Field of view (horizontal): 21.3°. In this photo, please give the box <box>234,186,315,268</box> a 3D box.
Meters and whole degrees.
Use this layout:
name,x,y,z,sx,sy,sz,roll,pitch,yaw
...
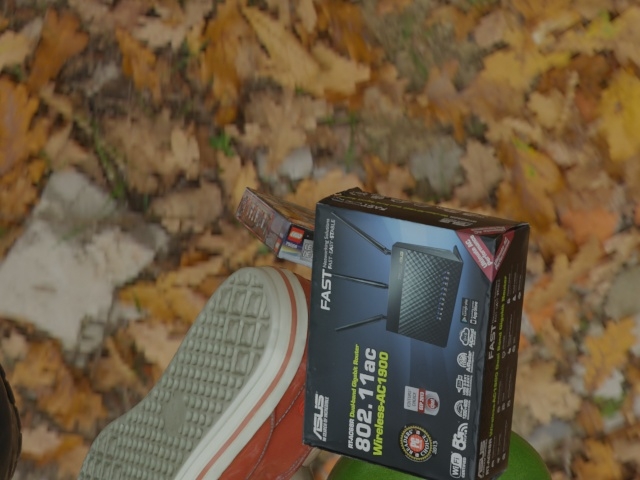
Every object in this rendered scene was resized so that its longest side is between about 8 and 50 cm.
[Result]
name,x,y,z,sx,sy,sz,roll,pitch,yaw
box,0.000,0.000,1.192,0.094,0.137,0.027,19,96,-19

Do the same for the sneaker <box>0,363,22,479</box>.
name,x,y,z,sx,sy,sz,roll,pitch,yaw
sneaker,-0.278,0.195,1.270,0.109,0.130,0.286,-5,83,-6

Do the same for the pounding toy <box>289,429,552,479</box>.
name,x,y,z,sx,sy,sz,roll,pitch,yaw
pounding toy,0.075,0.216,1.267,0.183,0.110,0.237,-41,114,18

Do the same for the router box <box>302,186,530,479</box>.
name,x,y,z,sx,sy,sz,roll,pitch,yaw
router box,0.042,0.044,0.777,0.092,0.038,0.122,12,106,30

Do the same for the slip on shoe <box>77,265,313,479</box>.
name,x,y,z,sx,sy,sz,roll,pitch,yaw
slip on shoe,-0.072,0.143,1.098,0.101,0.123,0.331,13,132,-31
